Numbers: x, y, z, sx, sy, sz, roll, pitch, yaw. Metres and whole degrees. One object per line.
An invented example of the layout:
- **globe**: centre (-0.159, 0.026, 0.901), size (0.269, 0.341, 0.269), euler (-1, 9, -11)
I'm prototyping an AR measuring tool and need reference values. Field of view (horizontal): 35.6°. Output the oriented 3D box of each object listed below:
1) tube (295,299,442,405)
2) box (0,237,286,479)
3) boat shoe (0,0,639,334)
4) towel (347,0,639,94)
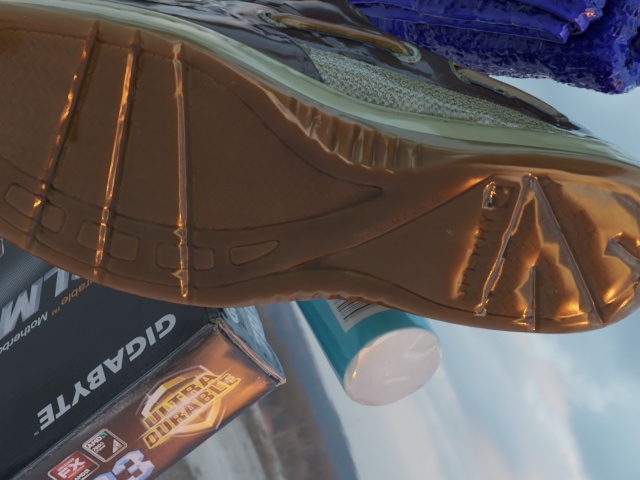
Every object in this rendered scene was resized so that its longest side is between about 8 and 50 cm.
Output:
- **tube**: centre (0.000, 0.000, 0.553), size (0.207, 0.080, 0.052), euler (-119, -142, -46)
- **box**: centre (-0.191, 0.068, 0.638), size (0.073, 0.295, 0.293), euler (47, 8, -36)
- **boat shoe**: centre (-0.012, -0.049, 0.449), size (0.123, 0.342, 0.123), euler (-95, -163, -55)
- **towel**: centre (0.083, -0.213, 0.574), size (0.308, 0.076, 0.227), euler (24, -81, 50)
